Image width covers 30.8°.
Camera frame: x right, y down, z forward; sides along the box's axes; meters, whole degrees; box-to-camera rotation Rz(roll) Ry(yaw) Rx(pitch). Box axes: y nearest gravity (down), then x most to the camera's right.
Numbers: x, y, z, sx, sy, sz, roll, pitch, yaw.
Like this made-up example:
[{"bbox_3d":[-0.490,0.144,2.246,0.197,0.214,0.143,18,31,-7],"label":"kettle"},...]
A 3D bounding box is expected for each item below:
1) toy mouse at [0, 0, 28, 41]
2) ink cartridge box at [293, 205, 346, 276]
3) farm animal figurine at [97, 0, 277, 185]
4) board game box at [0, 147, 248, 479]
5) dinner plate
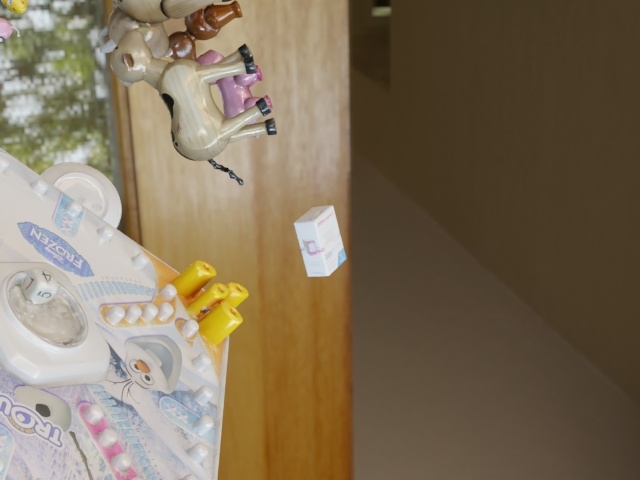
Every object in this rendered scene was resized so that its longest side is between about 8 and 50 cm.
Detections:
[{"bbox_3d":[-0.545,-0.365,1.901,0.143,0.031,0.161,-33,-128,2],"label":"toy mouse"},{"bbox_3d":[0.000,0.000,2.357,0.052,0.122,0.088,-2,-158,30],"label":"ink cartridge box"},{"bbox_3d":[-0.183,-0.261,1.321,0.172,0.327,0.330,-19,-143,1],"label":"farm animal figurine"},{"bbox_3d":[-0.222,0.057,0.942,0.390,0.050,0.390,37,-156,-22],"label":"board game box"},{"bbox_3d":[-0.371,-0.060,1.781,0.141,0.141,0.017,-21,170,-38],"label":"dinner plate"}]
